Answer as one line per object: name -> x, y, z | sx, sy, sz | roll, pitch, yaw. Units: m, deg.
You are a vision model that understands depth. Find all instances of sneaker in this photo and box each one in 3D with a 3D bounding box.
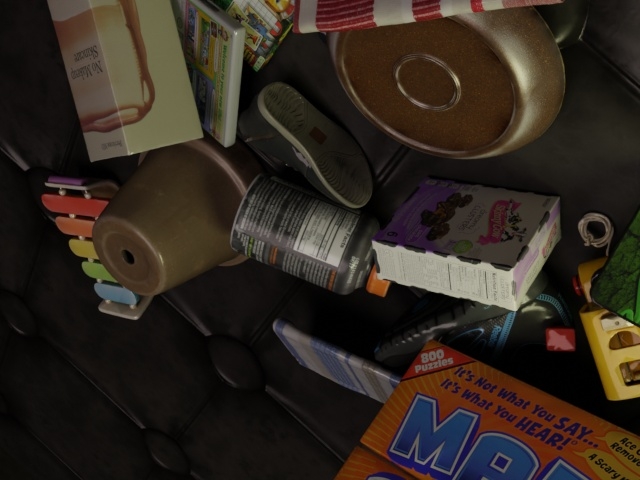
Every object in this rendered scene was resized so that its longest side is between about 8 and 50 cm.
sneaker -> -0.021, -0.131, 1.301 | 0.222, 0.083, 0.118 | 48, 155, -10
sneaker -> 0.211, 0.140, 1.283 | 0.140, 0.125, 0.341 | 49, 140, -9

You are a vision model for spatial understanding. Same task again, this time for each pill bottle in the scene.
pill bottle -> 0.000, 0.000, 1.318 | 0.245, 0.130, 0.130 | 23, 135, 6

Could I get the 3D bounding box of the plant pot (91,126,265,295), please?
plant pot -> -0.235, -0.033, 1.422 | 0.263, 0.229, 0.263 | 20, 132, 24

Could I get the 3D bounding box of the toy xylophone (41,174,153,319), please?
toy xylophone -> -0.391, 0.003, 1.684 | 0.236, 0.081, 0.323 | 0, 122, 38

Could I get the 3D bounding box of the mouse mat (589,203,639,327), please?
mouse mat -> 0.420, 0.022, 1.014 | 0.152, 0.007, 0.190 | 30, 92, 15

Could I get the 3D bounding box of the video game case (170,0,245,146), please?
video game case -> -0.186, -0.271, 1.306 | 0.193, 0.023, 0.212 | 42, 143, 25

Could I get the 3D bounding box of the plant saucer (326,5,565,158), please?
plant saucer -> 0.136, -0.203, 1.067 | 0.310, 0.050, 0.311 | 23, 148, 15

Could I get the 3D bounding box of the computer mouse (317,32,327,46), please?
computer mouse -> 0.054, -0.342, 1.096 | 0.071, 0.041, 0.242 | 29, 130, 3

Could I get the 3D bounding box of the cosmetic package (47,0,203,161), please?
cosmetic package -> -0.289, -0.273, 1.273 | 0.153, 0.129, 0.296 | -2, 105, 53

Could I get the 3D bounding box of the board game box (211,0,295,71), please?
board game box -> -0.072, -0.356, 1.184 | 0.136, 0.030, 0.260 | 47, 139, 3

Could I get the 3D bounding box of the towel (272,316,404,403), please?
towel -> 0.064, 0.217, 1.466 | 0.285, 0.034, 0.209 | 21, 161, 25

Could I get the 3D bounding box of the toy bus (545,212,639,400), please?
toy bus -> 0.370, 0.094, 1.081 | 0.202, 0.104, 0.191 | 29, 109, 17

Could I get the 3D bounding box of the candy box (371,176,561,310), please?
candy box -> 0.193, -0.002, 1.152 | 0.196, 0.165, 0.070 | 12, 130, 31

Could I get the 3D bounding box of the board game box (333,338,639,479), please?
board game box -> 0.243, 0.422, 1.186 | 0.356, 0.356, 0.356 | 22, 157, 38

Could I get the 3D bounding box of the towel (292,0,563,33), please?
towel -> 0.113, -0.348, 0.941 | 0.329, 0.037, 0.237 | 3, 85, 38
